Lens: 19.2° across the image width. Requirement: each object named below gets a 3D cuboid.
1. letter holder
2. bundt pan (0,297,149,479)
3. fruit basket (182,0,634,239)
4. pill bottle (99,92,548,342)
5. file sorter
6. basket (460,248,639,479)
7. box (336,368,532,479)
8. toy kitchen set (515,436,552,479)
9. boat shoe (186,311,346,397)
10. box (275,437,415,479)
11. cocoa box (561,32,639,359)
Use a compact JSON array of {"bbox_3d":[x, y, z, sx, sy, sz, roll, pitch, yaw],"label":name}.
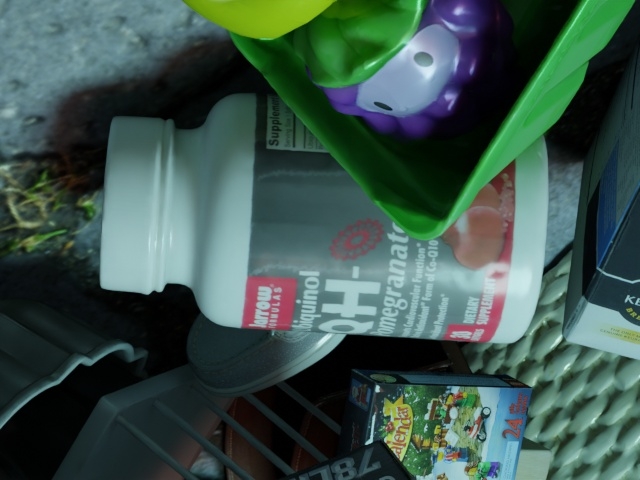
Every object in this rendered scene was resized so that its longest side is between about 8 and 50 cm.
[{"bbox_3d":[0.028,0.223,1.847,0.214,0.152,0.302,-15,145,-14],"label":"letter holder"},{"bbox_3d":[-0.289,0.177,1.507,0.331,0.124,0.331,-47,163,-19],"label":"bundt pan"},{"bbox_3d":[0.039,-0.200,1.196,0.392,0.283,0.392,-35,158,-16],"label":"fruit basket"},{"bbox_3d":[-0.001,-0.019,1.410,0.319,0.176,0.176,4,142,-4],"label":"pill bottle"},{"bbox_3d":[-0.103,0.233,1.620,0.193,0.173,0.278,-57,165,18],"label":"file sorter"},{"bbox_3d":[0.338,0.178,1.848,0.266,0.328,0.331,20,126,-43],"label":"basket"},{"bbox_3d":[0.084,0.228,1.614,0.159,0.044,0.233,4,102,-30],"label":"box"},{"bbox_3d":[0.097,0.265,1.760,0.122,0.166,0.207,6,100,-36],"label":"toy kitchen set"},{"bbox_3d":[0.002,0.001,1.561,0.320,0.118,0.103,-40,137,11],"label":"boat shoe"},{"bbox_3d":[-0.061,0.322,1.463,0.295,0.073,0.293,-20,134,-20],"label":"box"},{"bbox_3d":[0.405,-0.023,1.573,0.347,0.231,0.228,15,137,-2],"label":"cocoa box"}]
